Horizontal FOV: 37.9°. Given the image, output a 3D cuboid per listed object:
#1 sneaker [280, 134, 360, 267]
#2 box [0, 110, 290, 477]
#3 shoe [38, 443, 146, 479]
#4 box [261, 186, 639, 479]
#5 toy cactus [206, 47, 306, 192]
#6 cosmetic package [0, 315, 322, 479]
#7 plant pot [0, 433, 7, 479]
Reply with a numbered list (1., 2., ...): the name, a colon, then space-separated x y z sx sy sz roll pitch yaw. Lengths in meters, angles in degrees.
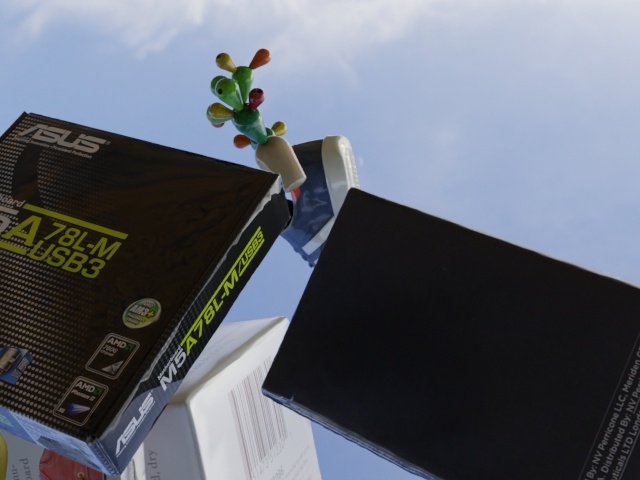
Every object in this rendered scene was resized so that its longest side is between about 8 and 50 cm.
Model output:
1. sneaker: 0.000 0.000 1.491 0.148 0.349 0.131 -7 -154 12
2. box: -0.141 0.016 0.518 0.191 0.045 0.184 16 -124 24
3. shoe: -0.205 0.239 0.849 0.081 0.063 0.177 -11 -106 18
4. box: 0.168 0.113 0.726 0.294 0.296 0.182 21 -94 32
5. toy cactus: -0.076 -0.147 1.211 0.112 0.219 0.180 -34 -100 -10
6. cosmetic package: -0.237 0.306 1.153 0.394 0.327 0.329 -8 -170 19
7. plant pot: -0.350 0.237 0.848 0.134 0.134 0.095 -25 -138 -6
